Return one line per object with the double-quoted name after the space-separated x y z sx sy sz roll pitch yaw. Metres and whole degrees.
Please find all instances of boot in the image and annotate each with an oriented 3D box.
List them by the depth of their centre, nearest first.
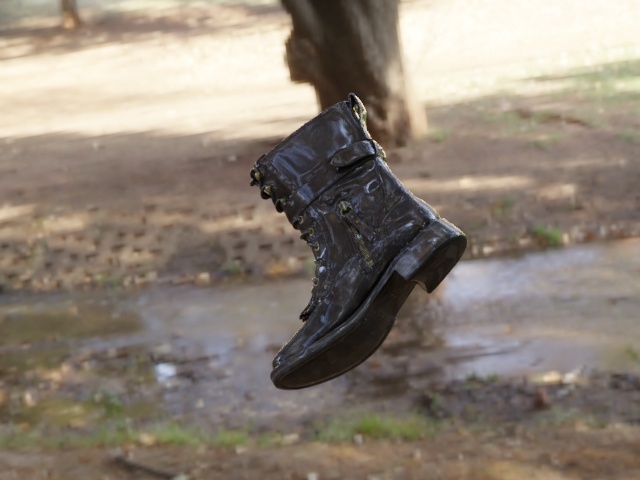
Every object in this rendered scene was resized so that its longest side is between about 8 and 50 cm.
0.000 0.000 1.228 0.263 0.229 0.091 -42 -27 -1 "boot"
